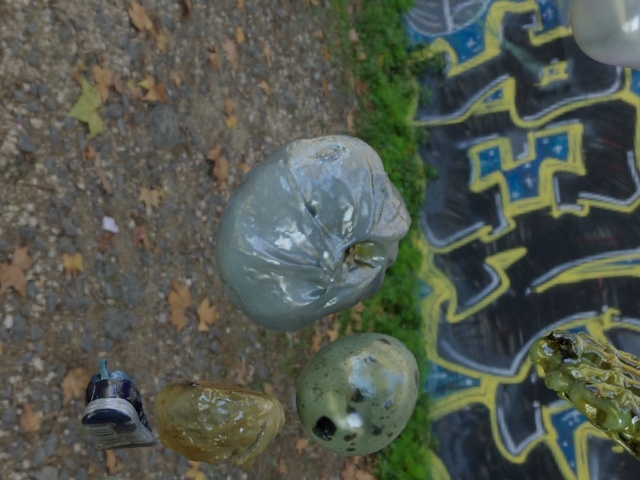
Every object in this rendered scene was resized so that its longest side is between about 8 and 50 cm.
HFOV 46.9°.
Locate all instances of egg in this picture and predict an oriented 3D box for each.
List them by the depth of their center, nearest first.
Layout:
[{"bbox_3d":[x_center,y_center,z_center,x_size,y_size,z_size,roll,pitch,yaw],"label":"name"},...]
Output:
[{"bbox_3d":[0.064,0.228,1.140,0.228,0.176,0.177,-34,120,-45],"label":"egg"}]

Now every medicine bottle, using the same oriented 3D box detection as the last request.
[{"bbox_3d":[0.469,-0.291,0.995,0.340,0.130,0.131,-4,88,-38],"label":"medicine bottle"}]

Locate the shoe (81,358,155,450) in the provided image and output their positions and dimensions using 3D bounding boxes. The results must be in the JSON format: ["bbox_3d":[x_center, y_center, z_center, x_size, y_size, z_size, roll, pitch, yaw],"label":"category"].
[{"bbox_3d":[-0.302,0.256,1.113,0.207,0.091,0.106,93,-9,-55],"label":"shoe"}]

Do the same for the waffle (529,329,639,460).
[{"bbox_3d":[0.393,0.203,0.825,0.317,0.297,0.073,16,106,-37],"label":"waffle"}]

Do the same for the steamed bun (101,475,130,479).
[{"bbox_3d":[-0.218,0.440,0.910,0.324,0.219,0.310,59,-11,6],"label":"steamed bun"}]

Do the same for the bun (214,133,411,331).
[{"bbox_3d":[-0.003,0.005,1.188,0.354,0.194,0.355,-26,135,-30],"label":"bun"}]

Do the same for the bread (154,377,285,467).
[{"bbox_3d":[-0.185,0.321,1.305,0.244,0.244,0.134,28,71,-71],"label":"bread"}]
